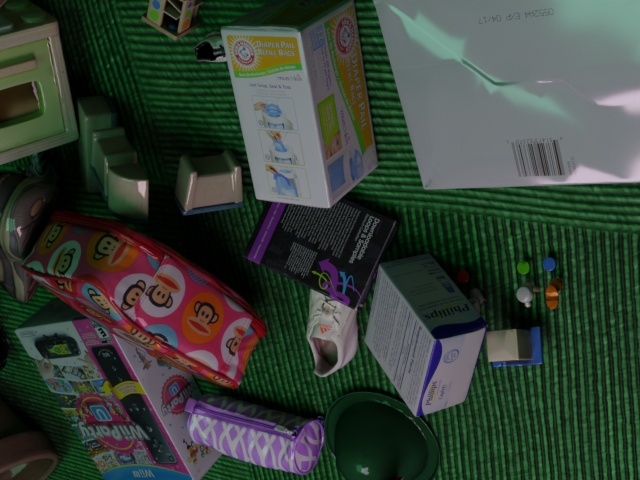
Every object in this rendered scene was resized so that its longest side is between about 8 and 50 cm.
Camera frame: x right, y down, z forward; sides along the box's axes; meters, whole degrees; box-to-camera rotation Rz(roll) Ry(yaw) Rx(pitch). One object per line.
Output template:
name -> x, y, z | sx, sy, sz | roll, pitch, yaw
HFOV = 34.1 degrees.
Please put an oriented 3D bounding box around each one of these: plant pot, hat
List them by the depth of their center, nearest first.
hat -> 0.049, 0.313, 1.359 | 0.172, 0.183, 0.209 | 27, 130, 12
plant pot -> -0.637, 0.362, 1.859 | 0.229, 0.263, 0.263 | 54, 136, 15

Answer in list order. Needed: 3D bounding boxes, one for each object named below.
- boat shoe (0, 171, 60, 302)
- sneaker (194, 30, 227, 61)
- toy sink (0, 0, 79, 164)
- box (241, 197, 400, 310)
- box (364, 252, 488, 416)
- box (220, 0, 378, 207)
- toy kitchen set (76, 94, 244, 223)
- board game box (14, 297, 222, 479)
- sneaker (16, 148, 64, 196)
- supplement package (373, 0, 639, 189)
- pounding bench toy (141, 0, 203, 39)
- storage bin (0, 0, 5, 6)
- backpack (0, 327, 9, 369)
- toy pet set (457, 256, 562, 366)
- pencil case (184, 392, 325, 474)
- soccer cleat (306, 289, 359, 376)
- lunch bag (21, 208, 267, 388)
boat shoe -> -0.439, -0.018, 1.461 | 0.130, 0.132, 0.355 | 27, 155, -3
sneaker -> -0.098, -0.220, 1.199 | 0.109, 0.044, 0.040 | -1, 117, 34
toy sink -> -0.414, -0.227, 1.314 | 0.131, 0.152, 0.234 | 35, 138, 44
box -> 0.000, 0.000, 1.247 | 0.162, 0.029, 0.116 | 25, 91, 21
box -> 0.119, 0.108, 1.210 | 0.137, 0.072, 0.126 | -124, 32, -43
box -> -0.019, -0.153, 1.138 | 0.103, 0.114, 0.203 | 9, 124, 32
toy kitchen set -> -0.211, -0.092, 1.356 | 0.207, 0.166, 0.122 | -123, 32, -44
board game box -> -0.307, 0.229, 1.620 | 0.224, 0.097, 0.303 | -10, 114, 39
sneaker -> -0.412, -0.106, 1.501 | 0.069, 0.038, 0.098 | 12, 125, 28
supplement package -> 0.213, -0.168, 0.944 | 0.261, 0.145, 0.204 | 0, 119, 35
pounding bench toy -> -0.181, -0.281, 1.208 | 0.083, 0.052, 0.065 | 33, 134, 12
storage bin -> -0.355, -0.384, 1.123 | 0.123, 0.260, 0.262 | 30, 135, -9
backpack -> -0.690, 0.117, 1.746 | 0.276, 0.213, 0.264 | 20, 119, 27
toy pet set -> 0.227, 0.084, 1.186 | 0.122, 0.065, 0.114 | -9, 79, 36
pencil case -> -0.094, 0.277, 1.506 | 0.206, 0.086, 0.088 | 6, 157, 30
soccer cleat -> 0.014, 0.083, 1.305 | 0.068, 0.076, 0.196 | 13, 126, 28
lunch bag -> -0.239, 0.077, 1.370 | 0.258, 0.120, 0.293 | 9, 155, 47
